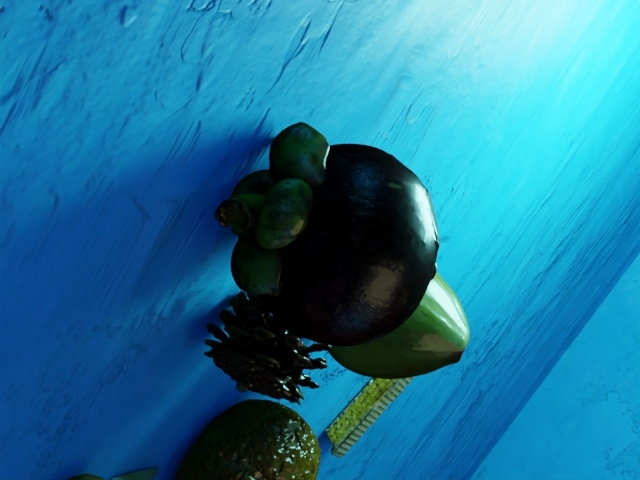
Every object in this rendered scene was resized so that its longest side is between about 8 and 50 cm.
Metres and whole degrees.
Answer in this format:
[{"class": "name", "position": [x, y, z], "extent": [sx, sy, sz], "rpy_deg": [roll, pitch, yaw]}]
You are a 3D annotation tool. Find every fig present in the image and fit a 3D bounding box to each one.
[{"class": "fig", "position": [0.134, 0.142, 1.699], "extent": [0.239, 0.271, 0.239], "rpy_deg": [-44, 148, -36]}]

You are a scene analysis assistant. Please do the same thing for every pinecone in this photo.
[{"class": "pinecone", "position": [-0.074, 0.153, 1.498], "extent": [0.208, 0.208, 0.207], "rpy_deg": [-36, 150, -24]}]

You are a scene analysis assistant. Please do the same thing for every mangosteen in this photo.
[{"class": "mangosteen", "position": [0.019, 0.002, 1.345], "extent": [0.311, 0.311, 0.311], "rpy_deg": [-36, 150, -24]}]

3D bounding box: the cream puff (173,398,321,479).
[{"class": "cream puff", "position": [-0.123, 0.440, 1.771], "extent": [0.303, 0.212, 0.303], "rpy_deg": [-33, 144, -28]}]

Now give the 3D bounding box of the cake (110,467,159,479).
[{"class": "cake", "position": [-0.318, 0.418, 1.652], "extent": [0.052, 0.065, 0.121], "rpy_deg": [-58, 174, 18]}]

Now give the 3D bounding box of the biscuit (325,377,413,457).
[{"class": "biscuit", "position": [0.148, 0.338, 2.207], "extent": [0.378, 0.054, 0.094], "rpy_deg": [-48, 154, -2]}]

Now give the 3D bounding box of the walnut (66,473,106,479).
[{"class": "walnut", "position": [-0.390, 0.404, 1.499], "extent": [0.121, 0.052, 0.091], "rpy_deg": [-46, 152, -10]}]
